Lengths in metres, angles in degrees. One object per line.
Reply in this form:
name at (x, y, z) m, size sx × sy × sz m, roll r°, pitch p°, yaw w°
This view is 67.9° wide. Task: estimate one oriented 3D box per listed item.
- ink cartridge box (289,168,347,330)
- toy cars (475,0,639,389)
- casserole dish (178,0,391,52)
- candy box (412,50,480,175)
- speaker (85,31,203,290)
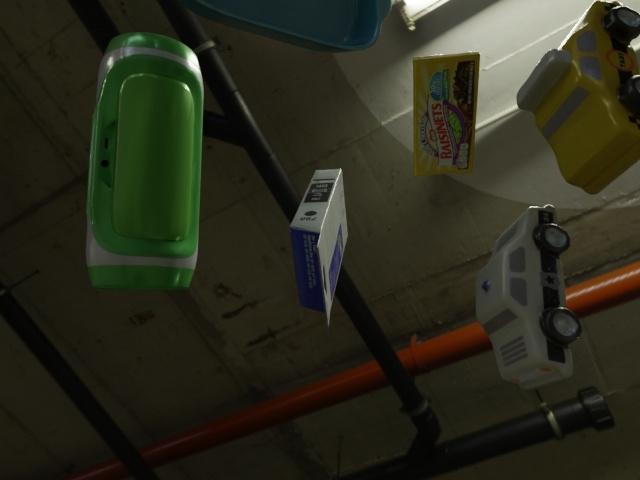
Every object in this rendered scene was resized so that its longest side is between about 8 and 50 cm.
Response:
ink cartridge box at (0.000, 0.000, 0.883) m, size 0.065 × 0.333 × 0.165 m, roll -1°, pitch -63°, yaw 9°
toy cars at (0.221, -0.046, 0.478) m, size 0.087 × 0.176 × 0.394 m, roll 11°, pitch -78°, yaw -3°
casserole dish at (-0.032, -0.196, 0.340) m, size 0.188 × 0.037 × 0.114 m, roll 2°, pitch -95°, yaw -31°
candy box at (0.212, -0.210, 0.814) m, size 0.105 × 0.027 × 0.206 m, roll -1°, pitch -57°, yaw 10°
speaker at (-0.212, -0.089, 0.584) m, size 0.131 × 0.131 × 0.297 m, roll -1°, pitch -98°, yaw 6°
